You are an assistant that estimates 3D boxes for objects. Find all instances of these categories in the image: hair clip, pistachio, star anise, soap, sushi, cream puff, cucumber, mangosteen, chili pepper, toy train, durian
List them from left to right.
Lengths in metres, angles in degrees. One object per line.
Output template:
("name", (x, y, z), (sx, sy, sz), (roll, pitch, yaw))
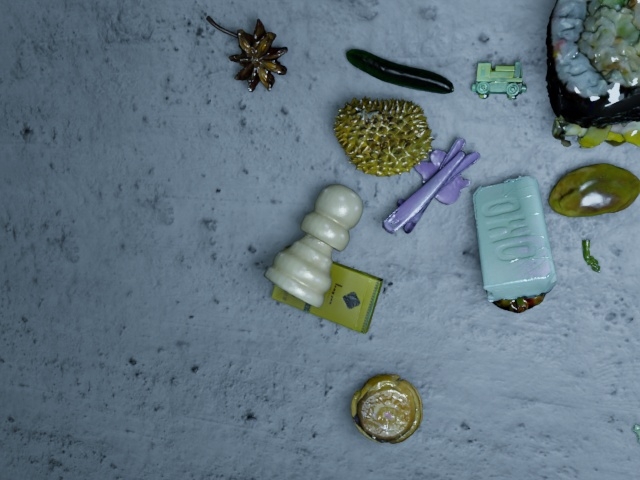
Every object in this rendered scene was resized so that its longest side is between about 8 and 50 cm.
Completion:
("star anise", (-0.172, -0.494, 1.422), (0.177, 0.073, 0.234), (-17, 110, 29))
("durian", (0.146, -0.256, 1.325), (0.249, 0.138, 0.183), (5, 62, 12))
("cream puff", (0.171, 0.433, 1.441), (0.189, 0.129, 0.189), (1, 93, 12))
("cucumber", (0.187, -0.400, 1.336), (0.284, 0.056, 0.056), (24, 106, 17))
("hair clip", (0.257, -0.125, 1.346), (0.278, 0.090, 0.137), (-45, 71, 12))
("toy train", (0.406, -0.363, 1.270), (0.122, 0.050, 0.081), (5, 93, 19))
("soap", (0.425, -0.007, 1.234), (0.150, 0.094, 0.261), (-9, 60, 19))
("mangosteen", (0.449, 0.112, 1.279), (0.137, 0.151, 0.137), (6, 120, 10))
("chili pepper", (0.616, 0.037, 1.279), (0.027, 0.022, 0.083), (-22, 88, 22))
("pistachio", (0.596, -0.110, 1.218), (0.189, 0.100, 0.110), (-7, 101, 21))
("sushi", (0.601, -0.354, 1.099), (0.327, 0.285, 0.329), (-14, 73, 15))

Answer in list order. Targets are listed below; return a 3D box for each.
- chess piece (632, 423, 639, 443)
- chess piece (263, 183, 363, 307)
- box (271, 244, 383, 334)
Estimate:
("chess piece", (0.755, 0.470, 1.297), (0.042, 0.042, 0.093), (-31, 84, 21))
("chess piece", (0.000, 0.000, 1.392), (0.167, 0.167, 0.300), (29, 90, 12))
("box", (0.014, 0.129, 1.488), (0.279, 0.041, 0.153), (19, 103, 15))
